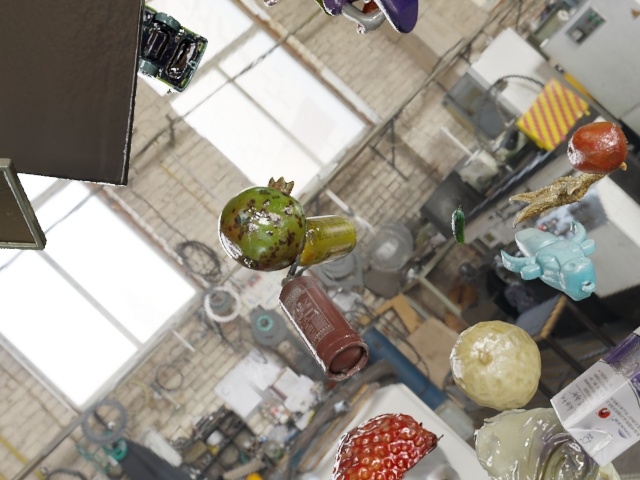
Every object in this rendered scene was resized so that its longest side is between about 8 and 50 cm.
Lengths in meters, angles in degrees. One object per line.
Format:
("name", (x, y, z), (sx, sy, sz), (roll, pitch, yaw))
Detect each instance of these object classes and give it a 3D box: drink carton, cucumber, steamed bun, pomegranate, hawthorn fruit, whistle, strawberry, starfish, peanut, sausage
("drink carton", (0.527, 0.270, 1.161), (0.222, 0.102, 0.134), (-43, 4, 12))
("cucumber", (0.428, -0.044, 2.059), (0.039, 0.039, 0.168), (-46, -38, -28))
("steamed bun", (0.572, 0.562, 1.614), (0.347, 0.394, 0.237), (-53, -7, -38))
("pomegranate", (-0.092, -0.035, 1.176), (0.159, 0.159, 0.205), (-49, 18, 44))
("hawthorn fruit", (0.573, -0.191, 1.371), (0.128, 0.128, 0.128), (-47, -2, -2))
("whistle", (0.494, 0.040, 1.395), (0.186, 0.093, 0.274), (-23, 27, -3))
("strawberry", (0.098, 0.482, 1.435), (0.280, 0.150, 0.253), (-32, -16, -33))
("starfish", (0.650, -0.120, 1.836), (0.301, 0.084, 0.293), (-31, 5, -38))
("peanut", (0.289, 0.204, 1.090), (0.109, 0.159, 0.141), (153, 133, -66))
("sausage", (0.000, 0.000, 1.697), (0.123, 0.123, 0.347), (-48, -14, 21))

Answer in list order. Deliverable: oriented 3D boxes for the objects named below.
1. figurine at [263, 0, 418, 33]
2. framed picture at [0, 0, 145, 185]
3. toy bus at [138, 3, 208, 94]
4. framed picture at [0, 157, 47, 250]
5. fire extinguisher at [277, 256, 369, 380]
("figurine", (0.038, -0.435, 1.077), (0.154, 0.193, 0.421), (-57, 23, -2))
("framed picture", (-0.388, -0.212, 0.852), (0.014, 0.338, 0.255), (-7, -77, -77))
("toy bus", (-0.362, -0.396, 1.285), (0.128, 0.262, 0.150), (-63, 18, -1))
("framed picture", (-0.425, -0.040, 0.736), (0.150, 0.203, 0.015), (96, 175, -53))
("fire extinguisher", (-0.008, 0.141, 1.282), (0.104, 0.269, 0.105), (-17, -49, -21))
